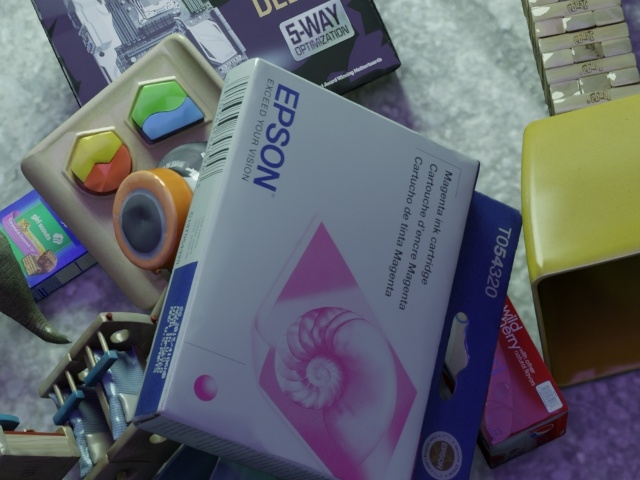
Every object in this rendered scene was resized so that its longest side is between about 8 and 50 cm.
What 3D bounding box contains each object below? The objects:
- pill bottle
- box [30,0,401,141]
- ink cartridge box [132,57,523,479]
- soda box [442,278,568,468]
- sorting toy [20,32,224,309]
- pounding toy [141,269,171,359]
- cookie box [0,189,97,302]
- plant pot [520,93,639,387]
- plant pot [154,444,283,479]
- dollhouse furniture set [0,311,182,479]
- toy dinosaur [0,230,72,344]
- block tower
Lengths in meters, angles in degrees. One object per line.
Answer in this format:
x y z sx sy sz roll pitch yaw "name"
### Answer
-0.067 -0.028 1.713 0.130 0.246 0.130 8 101 44 "pill bottle"
-0.107 -0.216 1.892 0.307 0.076 0.242 -24 92 -1 "box"
0.032 0.054 1.625 0.330 0.071 0.324 22 68 -24 "ink cartridge box"
0.137 0.075 1.788 0.083 0.092 0.263 -25 70 -4 "soda box"
-0.155 -0.066 1.836 0.208 0.038 0.193 -40 93 1 "sorting toy"
-0.061 0.111 1.792 0.110 0.183 0.237 -15 45 -43 "pounding toy"
-0.269 -0.005 1.903 0.107 0.040 0.092 -34 70 -4 "cookie box"
0.282 -0.014 1.750 0.212 0.212 0.187 -15 57 3 "plant pot"
-0.086 0.328 1.656 0.196 0.293 0.293 34 78 -9 "plant pot"
-0.234 0.150 1.737 0.129 0.184 0.129 -49 52 33 "dollhouse furniture set"
-0.377 0.019 1.848 0.314 0.121 0.160 22 98 30 "toy dinosaur"
0.242 -0.265 1.894 0.091 0.097 0.335 -11 68 4 "block tower"
